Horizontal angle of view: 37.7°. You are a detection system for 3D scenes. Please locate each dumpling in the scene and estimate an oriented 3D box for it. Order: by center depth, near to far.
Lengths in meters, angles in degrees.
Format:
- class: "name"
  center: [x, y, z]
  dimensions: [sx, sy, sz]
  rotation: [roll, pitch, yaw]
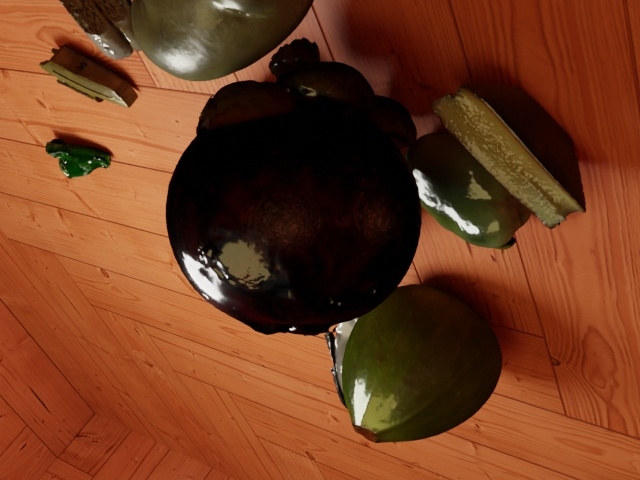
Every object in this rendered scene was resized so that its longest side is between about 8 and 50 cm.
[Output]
- class: "dumpling"
  center: [0.120, 0.290, 2.075]
  dimensions: [0.204, 0.163, 0.293]
  rotation: [18, 134, 39]

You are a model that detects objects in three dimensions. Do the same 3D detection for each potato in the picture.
- class: "potato"
  center: [-0.130, -0.363, 1.326]
  dimensions: [0.221, 0.243, 0.326]
  rotation: [46, 135, -14]

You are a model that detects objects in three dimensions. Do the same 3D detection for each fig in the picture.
- class: "fig"
  center: [0.176, 0.251, 1.789]
  dimensions: [0.316, 0.316, 0.316]
  rotation: [28, 150, 18]

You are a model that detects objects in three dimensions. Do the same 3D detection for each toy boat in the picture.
- class: "toy boat"
  center: [-0.480, -0.335, 1.952]
  dimensions: [0.226, 0.068, 0.088]
  rotation: [27, 155, 14]

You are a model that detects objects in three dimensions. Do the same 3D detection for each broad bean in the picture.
- class: "broad bean"
  center: [0.232, -0.078, 1.492]
  dimensions: [0.228, 0.100, 0.169]
  rotation: [55, 141, -5]

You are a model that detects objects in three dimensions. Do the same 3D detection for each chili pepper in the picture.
- class: "chili pepper"
  center: [-0.581, -0.196, 2.268]
  dimensions: [0.216, 0.062, 0.108]
  rotation: [11, 148, 39]

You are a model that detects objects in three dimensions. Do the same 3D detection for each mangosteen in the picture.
- class: "mangosteen"
  center: [-0.032, -0.063, 1.398]
  dimensions: [0.381, 0.421, 0.381]
  rotation: [8, 149, 5]

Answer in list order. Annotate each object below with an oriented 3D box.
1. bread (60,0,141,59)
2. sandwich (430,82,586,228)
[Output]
- class: "bread"
  center: [-0.391, -0.426, 1.609]
  dimensions: [0.337, 0.102, 0.183]
  rotation: [52, -175, 22]
- class: "sandwich"
  center: [0.282, -0.138, 1.342]
  dimensions: [0.258, 0.096, 0.094]
  rotation: [45, 144, -9]
